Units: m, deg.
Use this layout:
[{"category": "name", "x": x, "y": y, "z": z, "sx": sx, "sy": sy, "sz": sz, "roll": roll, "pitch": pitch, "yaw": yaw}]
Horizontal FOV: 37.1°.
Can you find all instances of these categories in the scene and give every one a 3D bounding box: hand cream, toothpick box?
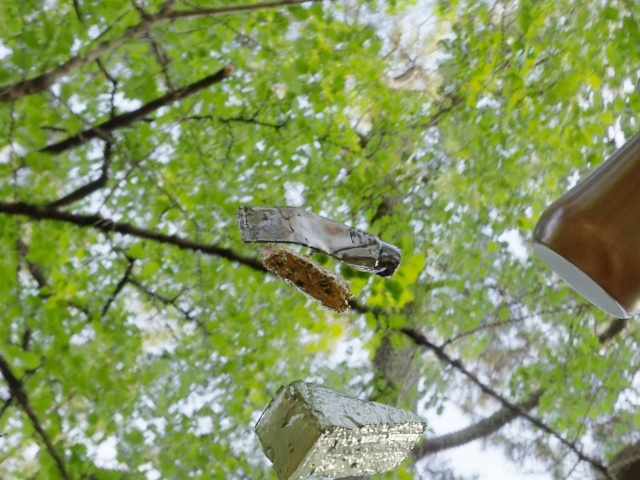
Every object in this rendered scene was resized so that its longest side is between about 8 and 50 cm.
[{"category": "hand cream", "x": 0.000, "y": 0.000, "z": 0.915, "sx": 0.163, "sy": 0.062, "sz": 0.039, "roll": 16, "pitch": -55, "yaw": -22}, {"category": "toothpick box", "x": 0.376, "y": -0.066, "z": 1.040, "sx": 0.192, "sy": 0.192, "sz": 0.294, "roll": 41, "pitch": -92, "yaw": 1}]

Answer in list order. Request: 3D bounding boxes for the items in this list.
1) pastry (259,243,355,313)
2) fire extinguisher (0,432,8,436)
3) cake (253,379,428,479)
[{"category": "pastry", "x": -0.020, "y": 0.049, "z": 1.359, "sx": 0.140, "sy": 0.080, "sz": 0.056, "roll": 36, "pitch": -89, "yaw": -16}, {"category": "fire extinguisher", "x": -0.405, "y": 0.191, "z": 1.092, "sx": 0.100, "sy": 0.032, "sz": 0.046, "roll": 53, "pitch": -17, "yaw": -20}, {"category": "cake", "x": 0.045, "y": 0.263, "z": 1.216, "sx": 0.235, "sy": 0.099, "sz": 0.100, "roll": 21, "pitch": -70, "yaw": -30}]
